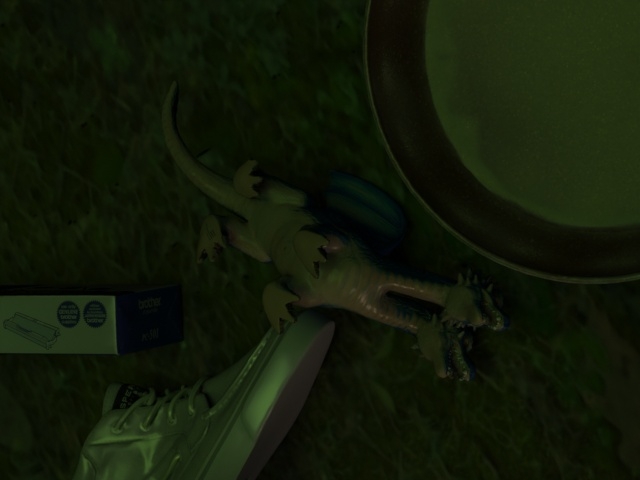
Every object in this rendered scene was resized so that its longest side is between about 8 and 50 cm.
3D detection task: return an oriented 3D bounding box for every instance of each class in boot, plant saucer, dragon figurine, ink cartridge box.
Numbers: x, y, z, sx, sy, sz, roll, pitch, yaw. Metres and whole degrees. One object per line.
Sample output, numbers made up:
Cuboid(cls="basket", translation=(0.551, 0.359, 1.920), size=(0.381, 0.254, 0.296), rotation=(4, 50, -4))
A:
Cuboid(cls="boot", translation=(-0.099, 0.132, 1.396), size=(0.123, 0.095, 0.258), rotation=(35, 108, 12))
Cuboid(cls="plant saucer", translation=(0.178, -0.128, 1.280), size=(0.311, 0.050, 0.310), rotation=(1, 93, 25))
Cuboid(cls="dragon figurine", translation=(0.000, 0.000, 1.348), size=(0.289, 0.144, 0.085), rotation=(40, 111, 38))
Cuboid(cls="ink cartridge box", translation=(-0.214, 0.057, 1.444), size=(0.207, 0.097, 0.046), rotation=(-1, 93, 24))
